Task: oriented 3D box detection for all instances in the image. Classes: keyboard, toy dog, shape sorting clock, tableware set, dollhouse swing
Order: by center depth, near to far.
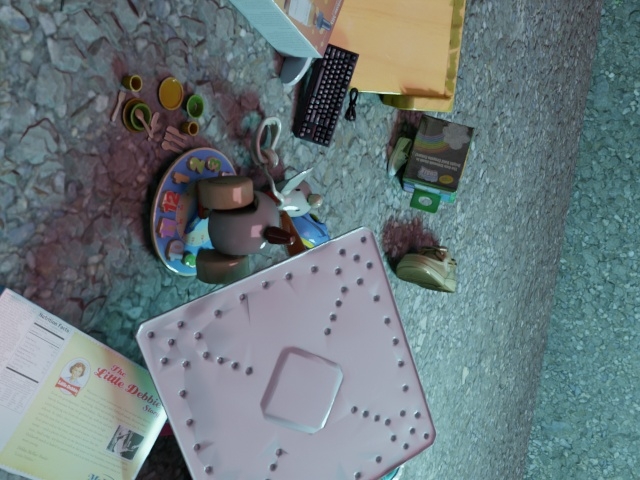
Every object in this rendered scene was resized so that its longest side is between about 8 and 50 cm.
[{"bbox_3d":[-0.228,-0.192,0.977,0.154,0.024,0.104,26,79,-56],"label":"tableware set"},{"bbox_3d":[-0.191,-0.044,1.067,0.206,0.040,0.206,-25,121,-50],"label":"shape sorting clock"},{"bbox_3d":[-0.068,-0.045,1.094,0.334,0.161,0.220,-55,148,-45],"label":"toy dog"},{"bbox_3d":[0.025,-0.265,1.253,0.108,0.023,0.180,14,103,-20],"label":"keyboard"},{"bbox_3d":[0.124,-0.453,1.384,0.315,0.305,0.347,-114,-154,-74],"label":"dollhouse swing"}]

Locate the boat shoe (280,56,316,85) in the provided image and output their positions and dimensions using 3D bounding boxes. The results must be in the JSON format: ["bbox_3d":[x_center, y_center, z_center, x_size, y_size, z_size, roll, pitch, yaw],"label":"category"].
[{"bbox_3d":[-0.022,-0.335,1.199,0.040,0.049,0.142,29,88,-56],"label":"boat shoe"}]

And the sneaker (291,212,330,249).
[{"bbox_3d":[0.000,0.000,1.346,0.209,0.069,0.082,40,64,-54],"label":"sneaker"}]

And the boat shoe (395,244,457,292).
[{"bbox_3d":[0.282,0.063,1.758,0.341,0.121,0.110,27,74,-67],"label":"boat shoe"}]

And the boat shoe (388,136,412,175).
[{"bbox_3d":[0.190,-0.198,1.593,0.035,0.035,0.100,47,62,-52],"label":"boat shoe"}]

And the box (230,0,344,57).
[{"bbox_3d":[-0.050,-0.402,1.109,0.170,0.091,0.130,34,73,-55],"label":"box"}]

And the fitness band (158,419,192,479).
[{"bbox_3d":[-0.273,0.381,1.086,0.291,0.054,0.209,21,86,-56],"label":"fitness band"}]

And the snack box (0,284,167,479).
[{"bbox_3d":[-0.342,0.212,0.874,0.322,0.060,0.187,46,62,-42],"label":"snack box"}]

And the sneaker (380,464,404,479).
[{"bbox_3d":[0.126,0.593,1.718,0.275,0.107,0.110,-45,123,-42],"label":"sneaker"}]

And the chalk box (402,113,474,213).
[{"bbox_3d":[0.273,-0.169,1.607,0.132,0.132,0.213,44,63,-80],"label":"chalk box"}]

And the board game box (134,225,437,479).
[{"bbox_3d":[-0.035,0.223,1.024,0.390,0.050,0.390,-23,103,-23],"label":"board game box"}]
